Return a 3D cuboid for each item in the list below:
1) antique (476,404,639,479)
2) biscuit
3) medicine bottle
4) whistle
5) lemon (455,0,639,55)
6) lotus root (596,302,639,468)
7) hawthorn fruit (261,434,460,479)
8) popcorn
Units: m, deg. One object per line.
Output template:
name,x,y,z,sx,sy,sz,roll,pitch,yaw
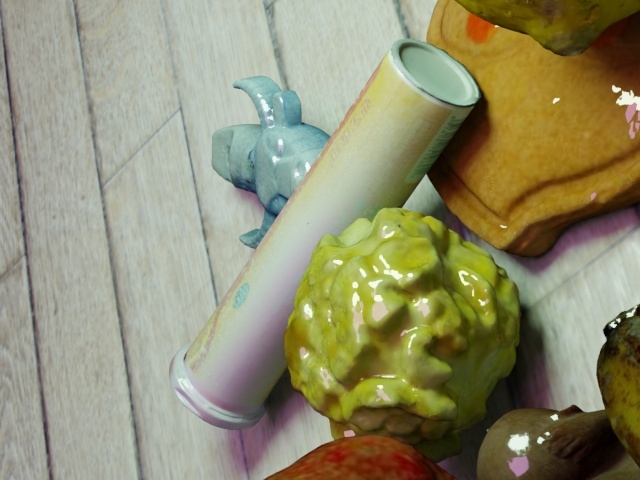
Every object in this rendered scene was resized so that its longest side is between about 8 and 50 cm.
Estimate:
antique,0.207,0.210,1.228,0.121,0.143,0.257,-58,37,18
biscuit,0.226,-0.207,1.452,0.349,0.078,0.455,15,87,57
medicine bottle,0.000,0.000,1.557,0.426,0.108,0.108,-55,39,31
whistle,-0.038,-0.075,1.695,0.269,0.093,0.180,14,111,54
lemon,0.184,-0.294,1.285,0.258,0.257,0.310,-17,67,47
lotus root,0.325,0.143,1.069,0.196,0.179,0.397,-44,38,3
hawthorn fruit,0.010,0.320,1.300,0.324,0.308,0.308,-36,48,20
popcorn,0.065,0.087,1.423,0.217,0.181,0.235,-50,36,35
